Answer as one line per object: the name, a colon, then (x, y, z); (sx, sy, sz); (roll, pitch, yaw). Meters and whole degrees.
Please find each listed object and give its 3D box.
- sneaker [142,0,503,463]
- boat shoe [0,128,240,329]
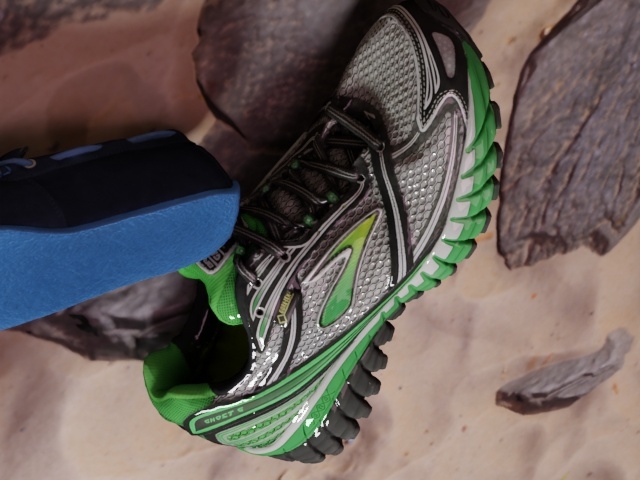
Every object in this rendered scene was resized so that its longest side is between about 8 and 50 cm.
sneaker: (0.000, 0.000, 1.256); (0.146, 0.134, 0.343); (10, 116, -36)
boat shoe: (-0.177, -0.007, 1.178); (0.258, 0.089, 0.109); (-9, 139, -33)
